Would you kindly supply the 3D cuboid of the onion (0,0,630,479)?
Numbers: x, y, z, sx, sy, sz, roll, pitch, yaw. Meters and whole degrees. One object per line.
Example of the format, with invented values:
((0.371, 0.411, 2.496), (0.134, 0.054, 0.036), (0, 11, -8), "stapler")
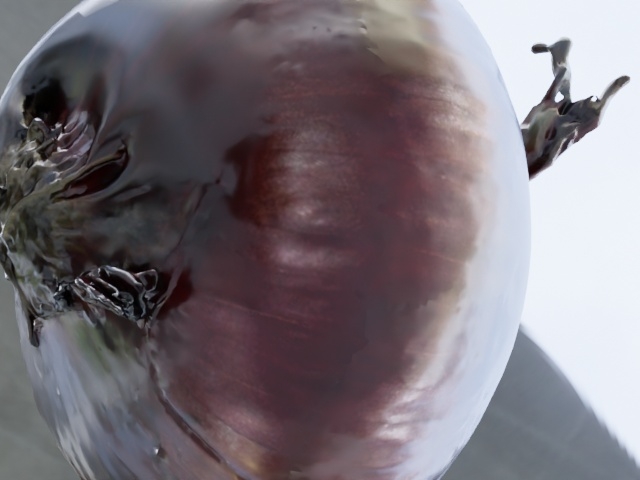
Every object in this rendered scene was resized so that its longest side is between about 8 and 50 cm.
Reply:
((0.000, 0.000, 0.745), (0.285, 0.273, 0.273), (-3, -100, -29), "onion")
